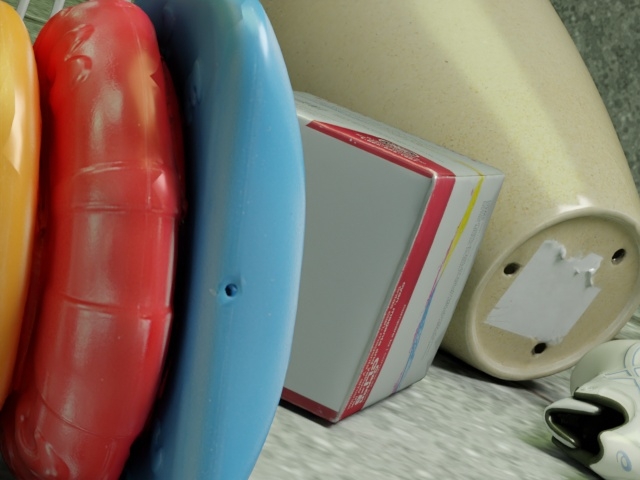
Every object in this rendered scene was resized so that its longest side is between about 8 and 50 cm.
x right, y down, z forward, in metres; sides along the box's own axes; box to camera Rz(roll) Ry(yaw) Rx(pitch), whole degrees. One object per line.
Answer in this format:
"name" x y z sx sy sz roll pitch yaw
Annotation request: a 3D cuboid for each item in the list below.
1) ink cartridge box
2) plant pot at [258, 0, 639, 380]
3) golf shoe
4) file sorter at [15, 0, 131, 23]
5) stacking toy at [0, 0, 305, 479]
"ink cartridge box" 0.000 0.000 0.913 0.128 0.127 0.176 23 9 15
"plant pot" 0.082 -0.044 1.153 0.256 0.256 0.274 15 27 -37
"golf shoe" 0.155 0.088 0.974 0.086 0.069 0.176 13 9 -14
"file sorter" -0.239 -0.169 1.250 0.192 0.173 0.277 22 9 10
"stacking toy" -0.170 -0.005 0.554 0.301 0.175 0.166 4 7 -18
